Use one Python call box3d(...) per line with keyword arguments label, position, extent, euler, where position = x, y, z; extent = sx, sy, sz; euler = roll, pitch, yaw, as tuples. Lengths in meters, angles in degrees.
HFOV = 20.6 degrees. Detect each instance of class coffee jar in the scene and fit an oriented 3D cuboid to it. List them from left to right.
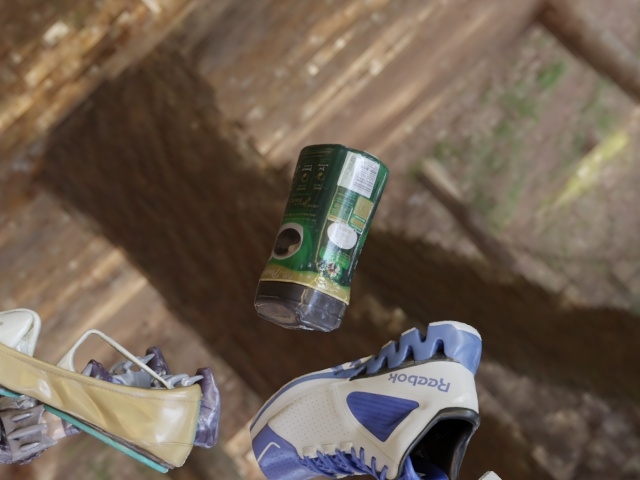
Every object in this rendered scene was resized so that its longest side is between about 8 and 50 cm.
box3d(label="coffee jar", position=(0.000, 0.000, 1.750), extent=(0.096, 0.079, 0.184), euler=(1, -110, 56))

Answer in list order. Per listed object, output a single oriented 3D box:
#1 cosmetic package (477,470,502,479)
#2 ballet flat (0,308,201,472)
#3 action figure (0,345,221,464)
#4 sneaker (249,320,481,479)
box3d(label="cosmetic package", position=(0.160, 0.470, 2.099), extent=(0.155, 0.197, 0.365), euler=(-32, 157, -42))
box3d(label="ballet flat", position=(-0.192, 0.088, 1.237), extent=(0.080, 0.232, 0.073), euler=(161, -47, -84))
box3d(label="action figure", position=(-0.231, 0.156, 1.614), extent=(0.185, 0.099, 0.285), euler=(-3, 180, 43))
box3d(label="sneaker", position=(0.062, 0.236, 2.071), extent=(0.315, 0.127, 0.182), euler=(-30, -133, 23))
